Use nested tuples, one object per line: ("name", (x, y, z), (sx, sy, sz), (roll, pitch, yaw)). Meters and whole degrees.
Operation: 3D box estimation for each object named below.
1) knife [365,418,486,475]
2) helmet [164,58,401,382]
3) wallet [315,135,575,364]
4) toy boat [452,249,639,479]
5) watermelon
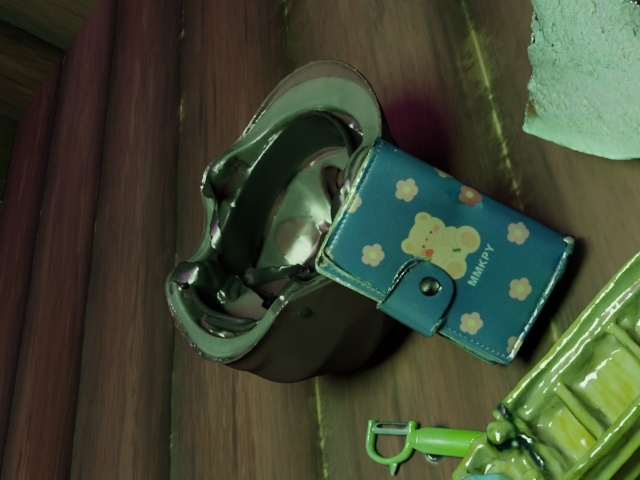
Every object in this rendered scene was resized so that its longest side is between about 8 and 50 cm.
("knife", (0.107, 0.197, 0.908), (0.212, 0.015, 0.054), (-12, 60, 55))
("helmet", (0.000, 0.000, 1.037), (0.271, 0.197, 0.338), (2, 64, 49))
("wallet", (0.107, 0.015, 0.856), (0.141, 0.202, 0.059), (-63, 2, 6))
("toy boat", (0.214, 0.123, 0.729), (0.276, 0.084, 0.111), (-54, 29, 15))
("watermelon", (0.271, -0.213, 0.736), (0.289, 0.214, 0.320), (-64, 18, 0))
